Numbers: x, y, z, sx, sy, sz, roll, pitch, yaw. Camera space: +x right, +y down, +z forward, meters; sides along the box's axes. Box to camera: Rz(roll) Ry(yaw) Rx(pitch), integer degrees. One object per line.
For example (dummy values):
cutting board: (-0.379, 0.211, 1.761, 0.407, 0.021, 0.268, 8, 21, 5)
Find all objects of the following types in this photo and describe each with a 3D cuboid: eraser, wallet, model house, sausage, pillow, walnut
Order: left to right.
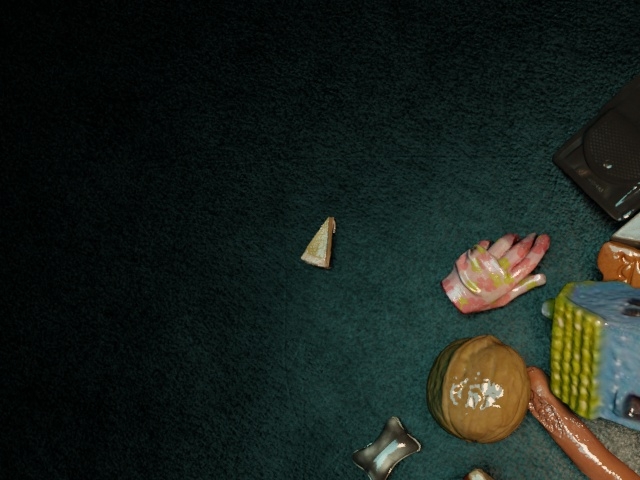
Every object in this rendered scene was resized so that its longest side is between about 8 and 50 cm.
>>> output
pillow: (0.140, 0.456, 1.863, 0.136, 0.055, 0.091, -43, 41, 0)
walnut: (0.323, 0.302, 1.770, 0.228, 0.228, 0.228, -3, 79, 14)
sausage: (0.519, 0.396, 1.766, 0.087, 0.079, 0.326, -33, 72, -25)
model house: (0.579, 0.213, 1.676, 0.303, 0.215, 0.237, 14, 119, 35)
wallet: (0.679, -0.216, 1.836, 0.323, 0.041, 0.247, -40, 55, 4)
eraser: (0.756, -0.089, 1.782, 0.352, 0.111, 0.077, -41, 71, 4)

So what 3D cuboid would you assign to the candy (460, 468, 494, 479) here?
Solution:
candy: (0.375, 0.613, 1.700, 0.135, 0.179, 0.320, -42, 68, 2)

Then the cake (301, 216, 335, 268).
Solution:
cake: (0.000, 0.000, 1.990, 0.065, 0.052, 0.121, 9, 82, 18)

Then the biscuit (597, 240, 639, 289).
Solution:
biscuit: (0.701, 0.099, 1.720, 0.306, 0.043, 0.284, -26, 95, 26)

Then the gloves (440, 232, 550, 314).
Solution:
gloves: (0.384, 0.060, 1.848, 0.241, 0.126, 0.145, -38, 68, 13)
